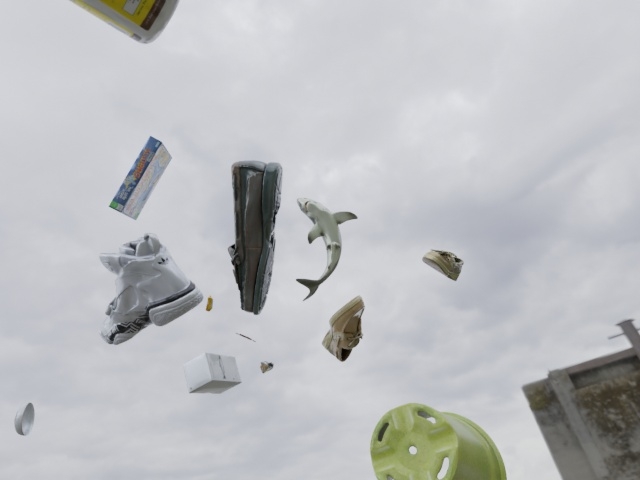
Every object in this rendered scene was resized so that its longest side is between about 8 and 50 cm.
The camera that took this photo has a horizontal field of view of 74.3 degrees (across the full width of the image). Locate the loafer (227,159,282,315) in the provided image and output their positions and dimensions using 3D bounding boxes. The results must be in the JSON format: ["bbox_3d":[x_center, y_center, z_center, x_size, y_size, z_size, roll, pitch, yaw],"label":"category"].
[{"bbox_3d":[-0.121,-0.005,0.727,0.084,0.096,0.268,10,-77,3],"label":"loafer"}]

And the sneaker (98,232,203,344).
[{"bbox_3d":[-0.456,0.118,1.037,0.365,0.137,0.210,-24,-83,33],"label":"sneaker"}]

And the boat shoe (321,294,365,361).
[{"bbox_3d":[0.097,0.302,1.421,0.121,0.110,0.341,-30,-26,-28],"label":"boat shoe"}]

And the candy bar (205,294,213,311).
[{"bbox_3d":[-0.309,0.175,1.179,0.018,0.040,0.161,8,-7,-13],"label":"candy bar"}]

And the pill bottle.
[{"bbox_3d":[-0.270,-0.331,0.471,0.214,0.117,0.117,23,-49,-41],"label":"pill bottle"}]

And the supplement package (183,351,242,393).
[{"bbox_3d":[-0.380,0.472,1.494,0.105,0.105,0.179,-30,-28,13],"label":"supplement package"}]

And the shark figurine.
[{"bbox_3d":[0.017,0.022,1.153,0.166,0.279,0.116,0,-18,-2],"label":"shark figurine"}]

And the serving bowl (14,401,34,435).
[{"bbox_3d":[-0.794,0.477,1.126,0.027,0.084,0.083,-1,-40,-14],"label":"serving bowl"}]

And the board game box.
[{"bbox_3d":[-0.458,-0.156,1.088,0.035,0.201,0.136,27,-8,-5],"label":"board game box"}]

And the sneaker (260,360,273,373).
[{"bbox_3d":[-0.153,0.362,1.226,0.036,0.032,0.083,-18,-18,-20],"label":"sneaker"}]

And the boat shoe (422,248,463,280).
[{"bbox_3d":[0.453,0.075,1.542,0.089,0.104,0.285,-58,-31,4],"label":"boat shoe"}]

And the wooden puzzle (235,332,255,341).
[{"bbox_3d":[-0.279,0.361,1.578,0.083,0.006,0.049,24,-17,-2],"label":"wooden puzzle"}]

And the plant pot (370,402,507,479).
[{"bbox_3d":[0.234,0.477,0.906,0.275,0.276,0.254,-23,-44,15],"label":"plant pot"}]
